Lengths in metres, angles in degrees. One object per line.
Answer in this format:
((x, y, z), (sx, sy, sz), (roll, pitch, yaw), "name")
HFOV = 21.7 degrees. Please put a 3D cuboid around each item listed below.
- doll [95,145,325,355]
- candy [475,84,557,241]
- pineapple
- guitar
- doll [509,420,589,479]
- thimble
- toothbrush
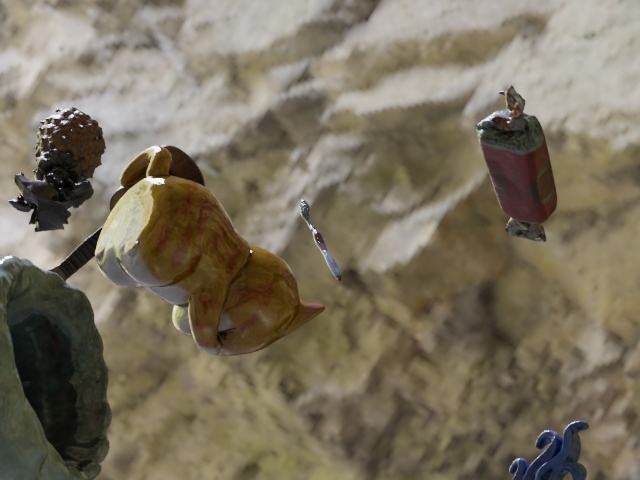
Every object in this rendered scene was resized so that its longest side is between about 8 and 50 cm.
((-0.144, 0.035, 1.992), (0.269, 0.162, 0.167), (50, -22, -25), "doll")
((0.256, -0.093, 2.157), (0.086, 0.059, 0.292), (19, -33, 31), "candy")
((-0.397, -0.099, 2.520), (0.119, 0.111, 0.237), (-2, 37, 6), "pineapple")
((-0.260, -0.011, 2.061), (0.084, 0.271, 0.038), (50, -3, -12), "guitar")
((0.276, 0.314, 2.108), (0.110, 0.206, 0.067), (28, -2, 44), "doll")
((-0.290, 0.128, 1.447), (0.205, 0.172, 0.250), (55, 20, -46), "thimble")
((0.000, 0.000, 2.340), (0.013, 0.019, 0.193), (-1, 34, -18), "toothbrush")
